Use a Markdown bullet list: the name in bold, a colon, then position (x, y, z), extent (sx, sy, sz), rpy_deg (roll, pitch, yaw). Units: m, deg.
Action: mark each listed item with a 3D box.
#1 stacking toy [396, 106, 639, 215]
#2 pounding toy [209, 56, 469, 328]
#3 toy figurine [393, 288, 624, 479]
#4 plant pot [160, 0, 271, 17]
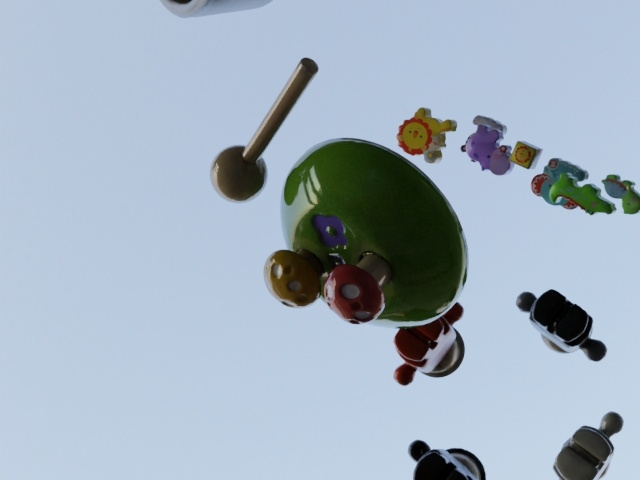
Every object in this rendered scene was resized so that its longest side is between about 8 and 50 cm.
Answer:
- **stacking toy**: position (0.205, -0.070, 0.901), extent (0.221, 0.167, 0.052), rpy_deg (29, -71, 27)
- **pounding toy**: position (0.000, 0.000, 0.746), extent (0.237, 0.110, 0.183), rpy_deg (47, -39, -1)
- **toy figurine**: position (0.182, 0.158, 0.888), extent (0.209, 0.213, 0.148), rpy_deg (-13, -17, 13)
- **plant pot**: position (0.011, -0.339, 0.670), extent (0.280, 0.323, 0.323), rpy_deg (-10, -53, -23)
